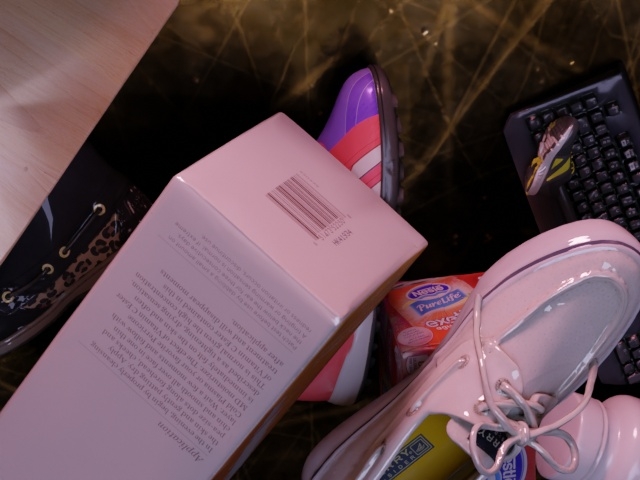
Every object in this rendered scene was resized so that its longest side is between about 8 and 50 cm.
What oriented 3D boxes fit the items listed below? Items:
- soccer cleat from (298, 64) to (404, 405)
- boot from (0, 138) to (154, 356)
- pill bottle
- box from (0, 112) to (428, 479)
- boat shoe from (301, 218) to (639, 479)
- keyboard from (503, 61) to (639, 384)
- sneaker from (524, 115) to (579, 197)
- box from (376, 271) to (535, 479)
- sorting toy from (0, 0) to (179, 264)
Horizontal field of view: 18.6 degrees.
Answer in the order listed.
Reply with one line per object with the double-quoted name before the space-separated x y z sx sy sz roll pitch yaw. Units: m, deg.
"soccer cleat" 0.000 0.000 1.671 0.116 0.109 0.318 4 119 -8
"boot" -0.266 -0.013 1.628 0.236 0.085 0.179 -32 114 7
"pill bottle" 0.300 0.206 1.827 0.186 0.112 0.112 19 112 -18
"box" -0.104 0.095 1.578 0.168 0.215 0.345 41 117 5
"boat shoe" 0.133 0.143 1.589 0.367 0.156 0.136 -41 117 12
"keyboard" 0.302 -0.016 1.759 0.201 0.033 0.317 -24 120 2
"sneaker" 0.205 -0.072 1.688 0.035 0.031 0.083 15 126 -18
"box" 0.122 0.170 1.765 0.122 0.128 0.257 -7 117 -7
"sorting toy" -0.286 -0.154 1.496 0.257 0.089 0.255 35 87 -12
